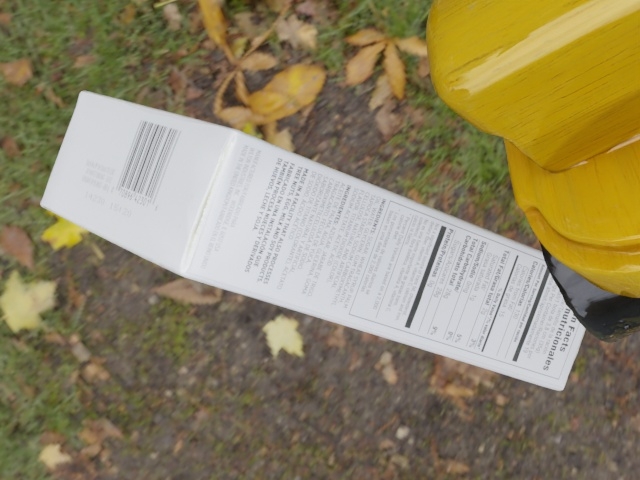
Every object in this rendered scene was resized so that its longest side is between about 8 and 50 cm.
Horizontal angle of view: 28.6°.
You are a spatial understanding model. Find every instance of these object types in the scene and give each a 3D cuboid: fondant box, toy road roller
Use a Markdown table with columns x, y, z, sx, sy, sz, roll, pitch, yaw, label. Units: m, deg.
| x | y | z | sx | sy | sz | roll | pitch | yaw | label |
| --- | --- | --- | --- | --- | --- | --- | --- | --- | --- |
| 0.000 | 0.000 | 0.898 | 0.238 | 0.330 | 0.096 | 20 | 90 | 55 | fondant box |
| 0.168 | -0.127 | 0.655 | 0.203 | 0.329 | 0.241 | -26 | 143 | 30 | toy road roller |
